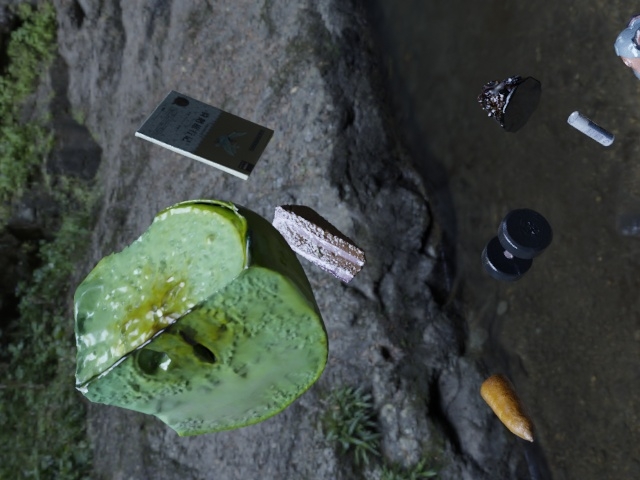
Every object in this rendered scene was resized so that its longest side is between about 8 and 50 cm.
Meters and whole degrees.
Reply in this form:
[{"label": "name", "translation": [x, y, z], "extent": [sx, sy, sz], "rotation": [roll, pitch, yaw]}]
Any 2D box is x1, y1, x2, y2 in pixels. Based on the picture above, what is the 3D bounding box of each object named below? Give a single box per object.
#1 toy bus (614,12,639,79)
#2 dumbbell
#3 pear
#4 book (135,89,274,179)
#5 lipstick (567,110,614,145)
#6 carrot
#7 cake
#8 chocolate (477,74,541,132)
[{"label": "toy bus", "translation": [0.998, -0.548, 1.639], "extent": [0.232, 0.288, 0.194], "rotation": [56, -149, -19]}, {"label": "dumbbell", "translation": [0.595, 0.016, 1.786], "extent": [0.218, 0.152, 0.152], "rotation": [97, 164, -60]}, {"label": "pear", "translation": [-0.117, 0.100, 0.719], "extent": [0.286, 0.282, 0.176], "rotation": [-36, 43, 13]}, {"label": "book", "translation": [-0.300, -0.287, 1.564], "extent": [0.021, 0.310, 0.217], "rotation": [112, 179, -46]}, {"label": "lipstick", "translation": [0.767, -0.315, 1.655], "extent": [0.040, 0.141, 0.040], "rotation": [-57, 15, 25]}, {"label": "carrot", "translation": [0.387, 0.342, 1.180], "extent": [0.205, 0.072, 0.072], "rotation": [-107, 20, -76]}, {"label": "cake", "translation": [0.000, 0.000, 1.669], "extent": [0.295, 0.113, 0.116], "rotation": [35, 118, 14]}, {"label": "chocolate", "translation": [0.460, -0.360, 1.486], "extent": [0.133, 0.156, 0.156], "rotation": [36, 129, 37]}]
